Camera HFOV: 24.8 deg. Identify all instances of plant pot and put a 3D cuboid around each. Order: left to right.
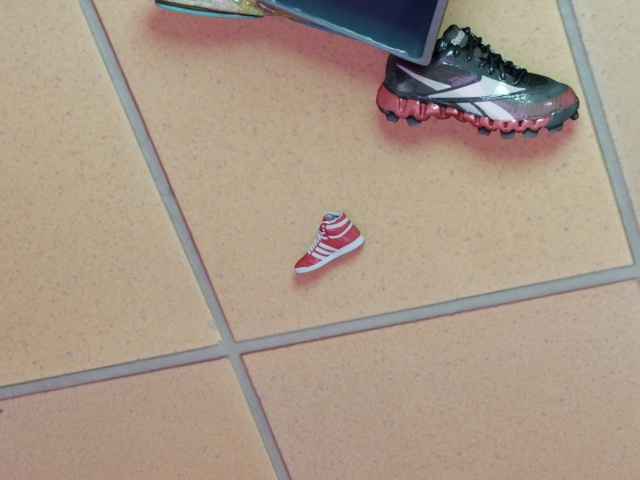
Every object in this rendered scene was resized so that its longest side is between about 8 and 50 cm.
[{"bbox_3d":[0.075,-0.406,1.788,0.247,0.247,0.252,23,76,4],"label":"plant pot"}]

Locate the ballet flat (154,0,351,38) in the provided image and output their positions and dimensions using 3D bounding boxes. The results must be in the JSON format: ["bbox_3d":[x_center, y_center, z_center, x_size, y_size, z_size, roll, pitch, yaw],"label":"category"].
[{"bbox_3d":[-0.054,-0.347,1.950,0.348,0.123,0.123,10,119,5],"label":"ballet flat"}]

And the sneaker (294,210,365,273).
[{"bbox_3d":[0.000,0.000,2.150,0.118,0.042,0.067,-28,109,19],"label":"sneaker"}]

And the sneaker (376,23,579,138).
[{"bbox_3d":[0.210,-0.216,1.944,0.276,0.098,0.135,9,121,14],"label":"sneaker"}]
